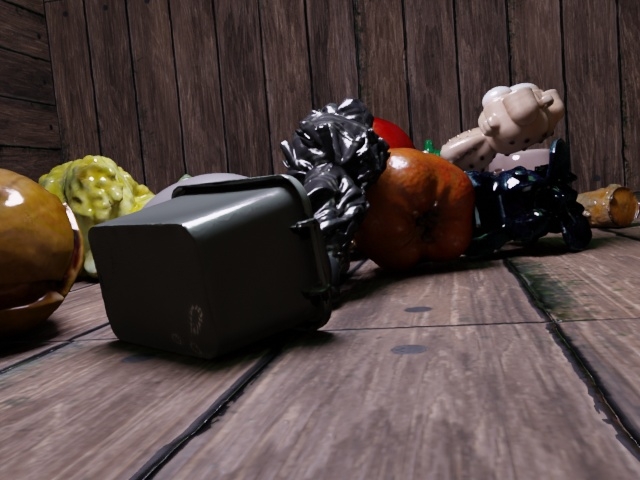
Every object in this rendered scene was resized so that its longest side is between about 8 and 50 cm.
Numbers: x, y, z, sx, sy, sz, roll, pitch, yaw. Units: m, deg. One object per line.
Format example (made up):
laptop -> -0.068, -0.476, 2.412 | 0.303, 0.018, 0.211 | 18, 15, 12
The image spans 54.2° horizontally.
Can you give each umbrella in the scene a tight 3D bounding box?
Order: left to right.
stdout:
umbrella -> -0.002, -0.068, 0.843 | 0.154, 0.128, 0.336 | 13, 48, 12

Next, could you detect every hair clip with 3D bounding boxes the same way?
hair clip -> 0.360, -0.068, 1.125 | 0.206, 0.194, 0.310 | -10, 2, 41

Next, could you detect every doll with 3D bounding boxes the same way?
doll -> 0.300, -0.188, 1.139 | 0.278, 0.119, 0.154 | -30, -16, 34

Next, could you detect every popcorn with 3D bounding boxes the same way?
popcorn -> -0.457, -0.041, 1.279 | 0.293, 0.293, 0.237 | -3, -30, 28

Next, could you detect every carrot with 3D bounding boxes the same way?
carrot -> 0.619, -0.067, 1.484 | 0.102, 0.102, 0.263 | -7, -1, -23

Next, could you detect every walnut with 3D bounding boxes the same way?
walnut -> -0.398, 0.015, 0.755 | 0.209, 0.209, 0.336 | -7, 4, -25

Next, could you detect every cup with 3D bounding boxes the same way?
cup -> 0.523, -0.139, 1.680 | 0.253, 0.200, 0.191 | -8, 6, -27

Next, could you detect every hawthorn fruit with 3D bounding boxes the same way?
hawthorn fruit -> 0.128, -0.059, 1.025 | 0.207, 0.207, 0.243 | -6, 21, -17

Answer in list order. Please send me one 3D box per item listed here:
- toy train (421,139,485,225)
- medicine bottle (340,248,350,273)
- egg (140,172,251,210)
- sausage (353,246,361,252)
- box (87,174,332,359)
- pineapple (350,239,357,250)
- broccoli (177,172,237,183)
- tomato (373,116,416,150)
toy train -> 0.255, -0.132, 1.570 | 0.429, 0.249, 0.178 | -4, 4, 18
medicine bottle -> -0.022, 0.017, 1.015 | 0.132, 0.088, 0.188 | -5, 4, -11
egg -> -0.158, -0.004, 0.878 | 0.232, 0.176, 0.176 | -8, 4, 4
sausage -> 0.111, 0.006, 1.284 | 0.050, 0.048, 0.145 | 36, -14, -26
box -> -0.121, 0.028, 0.634 | 0.243, 0.163, 0.135 | 2, 17, 45
pineapple -> 0.015, -0.004, 1.248 | 0.225, 0.076, 0.225 | -19, 6, 2
broccoli -> -0.335, -0.104, 1.974 | 0.270, 0.270, 0.270 | 34, 13, 9
tomato -> 0.077, -0.164, 1.411 | 0.299, 0.298, 0.226 | -3, -30, 18
